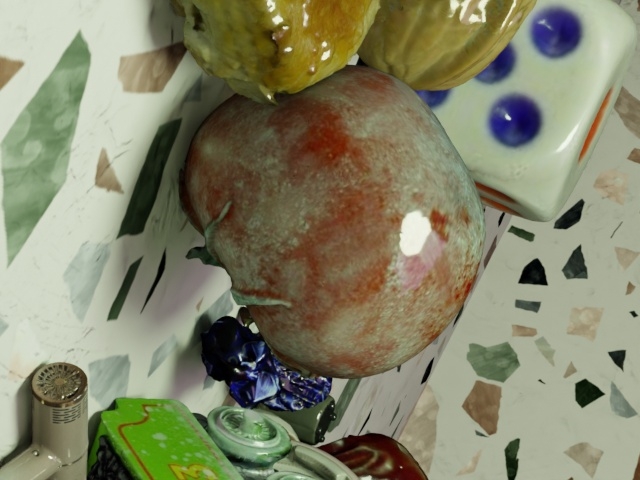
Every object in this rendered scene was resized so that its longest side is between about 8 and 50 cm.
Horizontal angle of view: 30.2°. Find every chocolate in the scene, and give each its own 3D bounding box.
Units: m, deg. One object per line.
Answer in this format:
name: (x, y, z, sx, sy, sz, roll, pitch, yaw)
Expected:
chocolate: (-0.085, 0.154, 1.504, 0.343, 0.126, 0.148, 27, 48, -72)

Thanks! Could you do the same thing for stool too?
stool: (-0.035, 0.259, 1.800, 0.096, 0.110, 0.096, -55, 157, -37)

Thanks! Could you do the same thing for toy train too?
toy train: (-0.121, 0.295, 1.247, 0.249, 0.307, 0.173, 7, 112, -37)

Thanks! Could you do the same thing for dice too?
dice: (0.249, -0.218, 1.667, 0.304, 0.304, 0.277, -65, 165, -2)

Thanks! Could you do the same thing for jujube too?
jujube: (0.007, 0.422, 1.764, 0.376, 0.258, 0.258, -20, 139, -31)

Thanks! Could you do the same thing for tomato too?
tomato: (0.009, -0.020, 1.168, 0.282, 0.317, 0.317, -31, 159, -3)

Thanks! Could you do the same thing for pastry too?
pastry: (-0.037, -0.252, 1.021, 0.236, 0.121, 0.257, -62, 147, -28)

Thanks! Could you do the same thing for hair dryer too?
hair dryer: (-0.288, 0.244, 1.071, 0.220, 0.053, 0.195, -49, 158, -44)

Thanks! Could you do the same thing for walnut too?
walnut: (0.140, -0.295, 1.384, 0.261, 0.225, 0.225, -64, 165, 11)

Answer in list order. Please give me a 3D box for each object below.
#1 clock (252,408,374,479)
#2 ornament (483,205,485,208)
clock: (-0.064, 0.384, 1.501, 0.326, 0.342, 0.184, -42, 154, -41)
ornament: (0.196, -0.118, 1.901, 0.177, 0.177, 0.177, -56, 162, -30)
